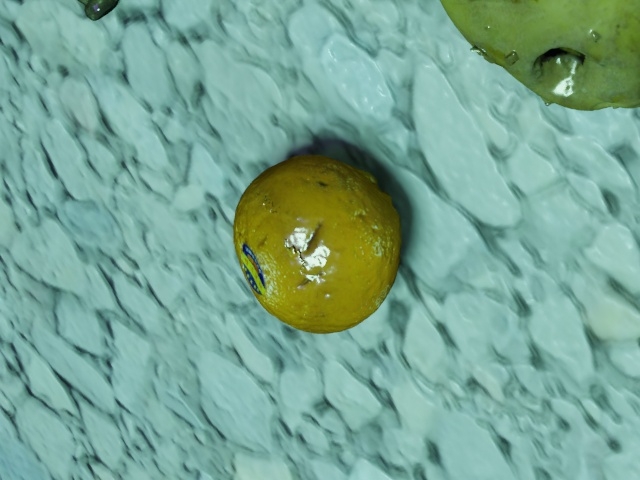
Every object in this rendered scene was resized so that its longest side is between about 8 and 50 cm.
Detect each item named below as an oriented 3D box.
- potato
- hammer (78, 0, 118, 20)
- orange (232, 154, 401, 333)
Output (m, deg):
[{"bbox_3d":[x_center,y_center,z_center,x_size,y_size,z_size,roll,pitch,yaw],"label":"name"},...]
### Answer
[{"bbox_3d":[0.134,-0.215,1.092,0.173,0.140,0.300,-27,101,-3],"label":"potato"},{"bbox_3d":[-0.094,-0.262,1.273,0.292,0.029,0.058,-35,95,35],"label":"hammer"},{"bbox_3d":[0.001,0.002,1.290,0.135,0.117,0.135,163,90,-77],"label":"orange"}]
